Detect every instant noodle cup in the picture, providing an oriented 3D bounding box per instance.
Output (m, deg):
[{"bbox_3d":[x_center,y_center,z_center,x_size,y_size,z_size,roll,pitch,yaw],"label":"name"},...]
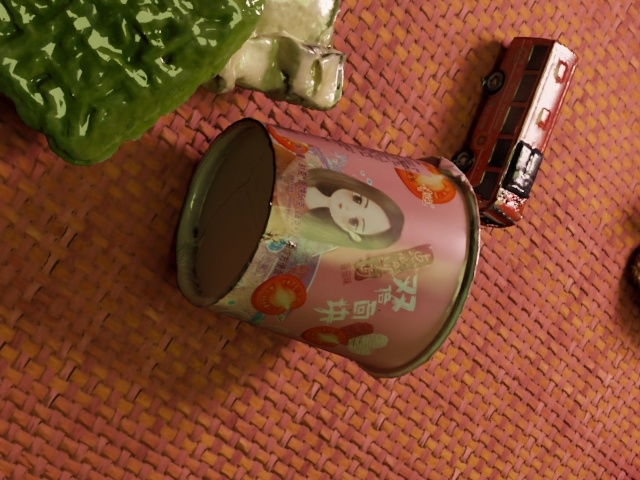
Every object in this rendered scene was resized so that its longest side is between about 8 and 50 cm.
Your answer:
[{"bbox_3d":[0.000,0.000,1.213,0.231,0.243,0.243,17,88,-31],"label":"instant noodle cup"}]

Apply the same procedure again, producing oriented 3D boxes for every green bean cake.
[{"bbox_3d":[-0.187,-0.212,1.054,0.248,0.125,0.222,-37,109,-3],"label":"green bean cake"}]

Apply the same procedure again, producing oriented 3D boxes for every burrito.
[{"bbox_3d":[-0.048,-0.302,1.195,0.175,0.107,0.347,-6,100,-36],"label":"burrito"}]

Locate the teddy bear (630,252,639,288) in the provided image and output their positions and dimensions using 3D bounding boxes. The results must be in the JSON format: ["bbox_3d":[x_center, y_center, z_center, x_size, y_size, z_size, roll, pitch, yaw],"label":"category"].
[{"bbox_3d":[0.585,0.017,1.611,0.246,0.296,0.222,45,58,-27],"label":"teddy bear"}]

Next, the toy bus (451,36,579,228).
[{"bbox_3d":[0.227,-0.127,1.432,0.073,0.096,0.235,25,82,-34],"label":"toy bus"}]
